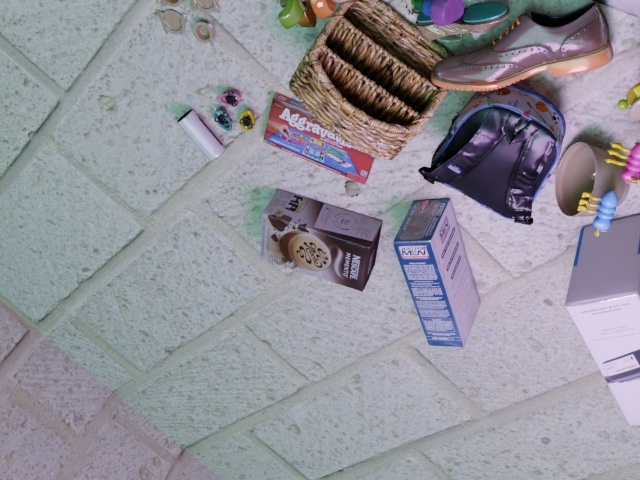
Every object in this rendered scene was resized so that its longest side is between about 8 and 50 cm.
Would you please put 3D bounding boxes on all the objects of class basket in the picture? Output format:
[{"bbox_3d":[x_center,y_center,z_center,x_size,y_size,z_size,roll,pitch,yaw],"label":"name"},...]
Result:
[{"bbox_3d":[0.110,-0.347,1.880,0.299,0.213,0.223,36,136,-8],"label":"basket"}]

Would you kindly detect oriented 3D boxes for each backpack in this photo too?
[{"bbox_3d":[0.394,-0.205,1.871,0.277,0.213,0.263,24,143,-4],"label":"backpack"}]

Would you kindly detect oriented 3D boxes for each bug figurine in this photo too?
[{"bbox_3d":[0.674,-0.115,1.802,0.279,0.072,0.216,-8,122,-21],"label":"bug figurine"}]

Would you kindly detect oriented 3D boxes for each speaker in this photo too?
[{"bbox_3d":[-0.309,-0.273,2.263,0.055,0.055,0.136,-24,115,39],"label":"speaker"}]

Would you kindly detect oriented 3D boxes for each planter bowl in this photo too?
[{"bbox_3d":[0.597,-0.126,1.895,0.109,0.162,0.162,6,137,-16],"label":"planter bowl"}]

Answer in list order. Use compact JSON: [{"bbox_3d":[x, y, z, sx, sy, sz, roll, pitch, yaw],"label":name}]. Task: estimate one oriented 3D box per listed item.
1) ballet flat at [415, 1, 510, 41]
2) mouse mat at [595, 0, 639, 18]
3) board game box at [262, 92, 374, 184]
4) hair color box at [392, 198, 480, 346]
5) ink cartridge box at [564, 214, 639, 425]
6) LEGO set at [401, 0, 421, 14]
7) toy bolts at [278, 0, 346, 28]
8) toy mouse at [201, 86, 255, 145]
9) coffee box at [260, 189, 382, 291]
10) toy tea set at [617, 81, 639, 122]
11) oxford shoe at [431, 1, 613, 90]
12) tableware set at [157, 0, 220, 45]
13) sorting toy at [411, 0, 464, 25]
[{"bbox_3d":[0.299,-0.447,1.809,0.206,0.073,0.067,5,141,33],"label":"ballet flat"},{"bbox_3d":[0.575,-0.510,1.656,0.190,0.007,0.152,23,135,7],"label":"mouse mat"},{"bbox_3d":[0.001,-0.249,2.153,0.281,0.027,0.145,23,134,6],"label":"board game box"},{"bbox_3d":[0.298,0.085,2.197,0.105,0.174,0.347,-1,128,29],"label":"hair color box"},{"bbox_3d":[0.725,0.184,1.996,0.166,0.285,0.395,-15,121,35],"label":"ink cartridge box"},{"bbox_3d":[0.189,-0.513,1.835,0.054,0.023,0.083,16,147,16],"label":"LEGO set"},{"bbox_3d":[-0.004,-0.562,1.812,0.159,0.218,0.228,-11,91,18],"label":"toy bolts"},{"bbox_3d":[-0.227,-0.329,2.189,0.143,0.031,0.161,20,134,9],"label":"toy mouse"},{"bbox_3d":[0.000,0.000,2.306,0.297,0.119,0.168,17,133,12],"label":"coffee box"},{"bbox_3d":[0.730,-0.332,1.667,0.336,0.124,0.200,-28,149,21],"label":"toy tea set"},{"bbox_3d":[0.394,-0.395,1.769,0.364,0.130,0.132,-9,120,19],"label":"oxford shoe"},{"bbox_3d":[-0.312,-0.536,2.057,0.169,0.020,0.141,14,134,14],"label":"tableware set"},{"bbox_3d":[0.224,-0.598,1.655,0.126,0.127,0.365,26,122,37],"label":"sorting toy"}]
